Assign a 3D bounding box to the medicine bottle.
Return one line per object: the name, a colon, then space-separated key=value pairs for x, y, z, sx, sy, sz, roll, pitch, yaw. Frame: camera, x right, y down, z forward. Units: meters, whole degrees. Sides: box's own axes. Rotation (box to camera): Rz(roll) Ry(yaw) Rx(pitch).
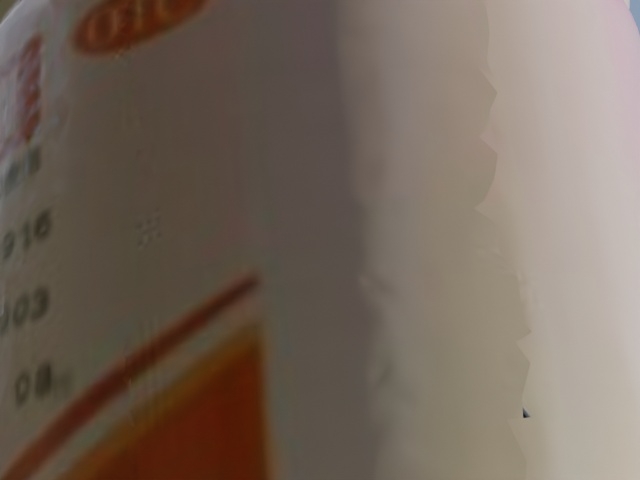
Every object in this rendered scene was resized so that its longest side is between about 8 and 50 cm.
medicine bottle: x=0.000 y=0.000 z=0.441 sx=0.202 sy=0.315 sz=0.202 roll=-3 pitch=-28 yaw=-2
